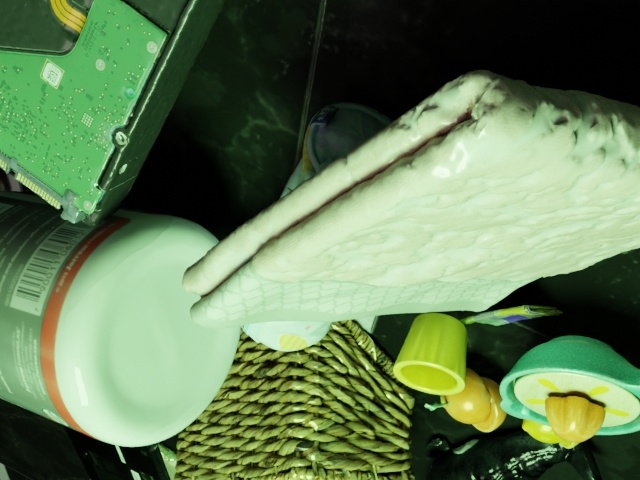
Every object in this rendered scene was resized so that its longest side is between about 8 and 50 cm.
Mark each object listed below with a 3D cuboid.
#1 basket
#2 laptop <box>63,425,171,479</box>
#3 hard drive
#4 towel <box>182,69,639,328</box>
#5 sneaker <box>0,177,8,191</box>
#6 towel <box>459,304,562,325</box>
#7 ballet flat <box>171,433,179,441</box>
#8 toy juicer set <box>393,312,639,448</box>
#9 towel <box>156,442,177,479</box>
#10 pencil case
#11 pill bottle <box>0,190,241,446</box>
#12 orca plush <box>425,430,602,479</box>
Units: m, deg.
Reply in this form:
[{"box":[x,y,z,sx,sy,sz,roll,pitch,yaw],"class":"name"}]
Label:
[{"box":[-0.028,0.206,0.985,0.214,0.222,0.299,16,152,-36],"class":"basket"},{"box":[-0.280,0.251,1.098,0.264,0.136,0.234,18,139,21],"class":"laptop"},{"box":[-0.194,-0.204,0.589,0.237,0.064,0.339,36,118,4],"class":"hard drive"},{"box":[0.115,-0.004,0.550,0.332,0.053,0.317,2,159,-38],"class":"towel"},{"box":[-0.479,-0.025,1.020,0.088,0.092,0.225,34,129,-5],"class":"sneaker"},{"box":[0.182,0.073,0.751,0.060,0.009,0.083,7,163,-42],"class":"towel"},{"box":[-0.170,0.264,1.180,0.173,0.049,0.057,-25,122,38],"class":"ballet flat"},{"box":[0.247,0.161,0.737,0.329,0.089,0.209,1,145,26],"class":"toy juicer set"},{"box":[-0.268,0.419,1.406,0.110,0.027,0.148,31,140,-1],"class":"towel"},{"box":[0.000,0.000,0.731,0.114,0.124,0.273,31,141,1],"class":"pencil case"},{"box":[-0.276,0.059,0.786,0.363,0.210,0.210,9,136,35],"class":"pill bottle"},{"box":[0.207,0.311,0.935,0.151,0.102,0.287,45,138,-15],"class":"orca plush"}]
